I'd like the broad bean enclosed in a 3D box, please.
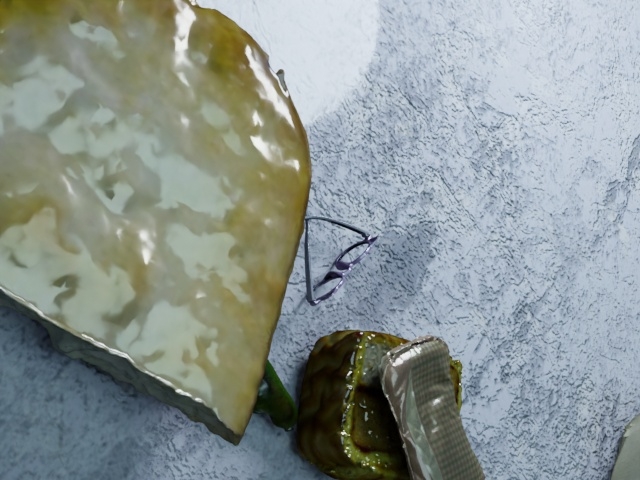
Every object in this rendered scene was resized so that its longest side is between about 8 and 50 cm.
[{"bbox_3d":[-0.081,0.071,1.209,0.144,0.049,0.292,6,79,-35],"label":"broad bean"}]

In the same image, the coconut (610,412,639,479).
[{"bbox_3d":[0.570,0.352,1.619,0.245,0.247,0.245,8,59,-13],"label":"coconut"}]

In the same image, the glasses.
[{"bbox_3d":[0.000,0.000,1.292,0.140,0.062,0.104,-47,110,-39],"label":"glasses"}]

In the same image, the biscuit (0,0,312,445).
[{"bbox_3d":[-0.204,-0.071,1.087,0.429,0.104,0.446,26,65,-24],"label":"biscuit"}]

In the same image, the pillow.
[{"bbox_3d":[0.131,0.220,1.255,0.135,0.034,0.211,-17,91,-44],"label":"pillow"}]

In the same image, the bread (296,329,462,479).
[{"bbox_3d":[0.078,0.207,1.293,0.222,0.096,0.181,19,70,-40],"label":"bread"}]
